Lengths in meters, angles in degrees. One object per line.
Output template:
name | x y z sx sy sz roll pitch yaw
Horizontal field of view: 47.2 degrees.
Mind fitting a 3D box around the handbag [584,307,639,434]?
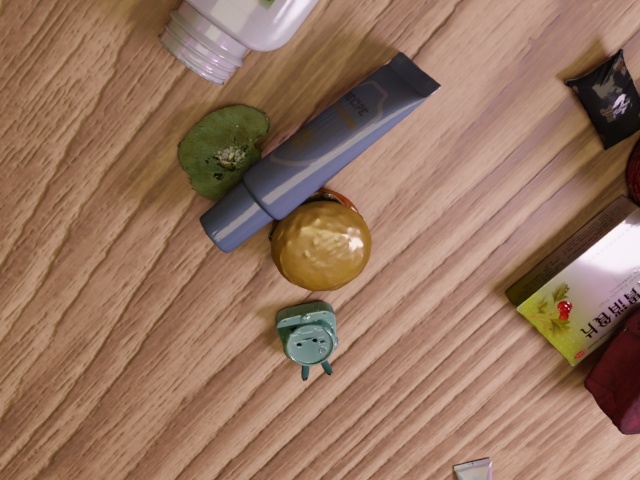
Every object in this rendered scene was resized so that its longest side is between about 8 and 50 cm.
handbag | 0.572 0.226 1.266 0.146 0.135 0.225 2 128 -28

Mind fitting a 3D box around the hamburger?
hamburger | 0.000 0.000 1.134 0.162 0.115 0.162 -2 116 -4

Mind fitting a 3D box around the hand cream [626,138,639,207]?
hand cream | 0.597 -0.101 1.158 0.193 0.125 0.193 -3 116 -6

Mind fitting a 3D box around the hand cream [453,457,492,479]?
hand cream | 0.315 0.512 1.450 0.076 0.047 0.174 -13 107 0

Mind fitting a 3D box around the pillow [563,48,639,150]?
pillow | 0.450 -0.211 1.131 0.090 0.048 0.150 -36 116 7

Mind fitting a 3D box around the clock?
clock | -0.017 0.172 1.251 0.101 0.041 0.135 -13 115 -1

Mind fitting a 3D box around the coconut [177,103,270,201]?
coconut | -0.148 -0.125 1.094 0.133 0.055 0.158 7 112 -12

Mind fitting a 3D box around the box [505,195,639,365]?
box | 0.474 0.073 1.256 0.260 0.062 0.175 -43 112 11

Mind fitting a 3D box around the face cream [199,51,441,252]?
face cream | -0.008 -0.125 1.054 0.385 0.135 0.086 -38 128 6

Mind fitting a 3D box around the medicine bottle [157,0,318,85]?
medicine bottle | -0.080 -0.364 0.958 0.179 0.124 0.324 33 105 -18
